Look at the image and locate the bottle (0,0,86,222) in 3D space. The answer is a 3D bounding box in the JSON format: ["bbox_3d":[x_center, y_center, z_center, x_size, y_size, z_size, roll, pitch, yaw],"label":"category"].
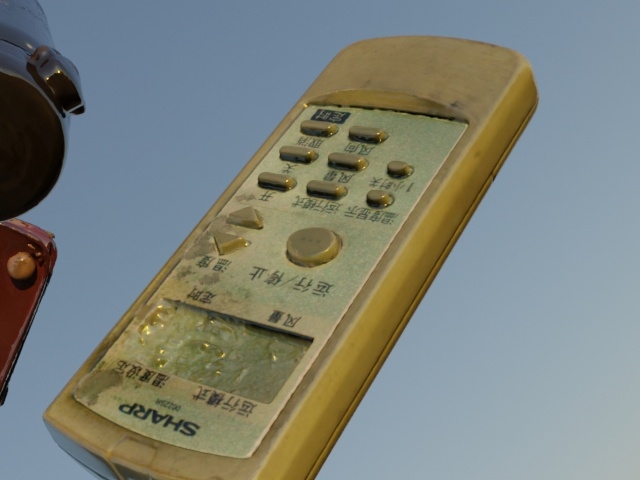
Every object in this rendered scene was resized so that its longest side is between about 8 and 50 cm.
[{"bbox_3d":[-0.149,-0.073,0.450,0.082,0.244,0.072,-30,-64,-4],"label":"bottle"}]

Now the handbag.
[{"bbox_3d":[-0.384,0.061,0.983,0.074,0.203,0.216,177,115,-85],"label":"handbag"}]

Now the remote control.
[{"bbox_3d":[0.000,0.000,0.381,0.233,0.098,0.038,-55,-40,-32],"label":"remote control"}]
